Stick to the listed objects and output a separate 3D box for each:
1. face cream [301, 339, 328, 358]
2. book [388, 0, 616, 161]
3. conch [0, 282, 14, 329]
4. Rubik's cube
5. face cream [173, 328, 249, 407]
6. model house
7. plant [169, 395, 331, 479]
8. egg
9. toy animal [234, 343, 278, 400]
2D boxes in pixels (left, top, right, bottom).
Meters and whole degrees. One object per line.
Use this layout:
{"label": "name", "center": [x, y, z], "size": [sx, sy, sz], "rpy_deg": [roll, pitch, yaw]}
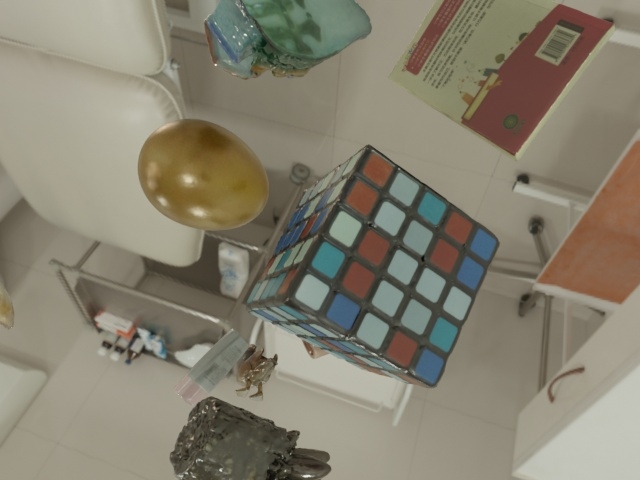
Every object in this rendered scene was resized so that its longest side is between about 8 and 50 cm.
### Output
{"label": "face cream", "center": [0.002, 0.253, 1.506], "size": [0.104, 0.149, 0.149], "rpy_deg": [-18, 143, -17]}
{"label": "book", "center": [0.196, -0.217, 0.624], "size": [0.022, 0.232, 0.162], "rpy_deg": [15, 115, -45]}
{"label": "conch", "center": [-0.742, 0.128, 1.124], "size": [0.158, 0.127, 0.255], "rpy_deg": [-5, 166, -19]}
{"label": "Rubik's cube", "center": [0.050, 0.036, 0.586], "size": [0.187, 0.184, 0.182], "rpy_deg": [30, 163, -14]}
{"label": "face cream", "center": [-0.260, 0.308, 1.273], "size": [0.057, 0.198, 0.084], "rpy_deg": [22, 152, 50]}
{"label": "model house", "center": [-0.120, -0.455, 1.187], "size": [0.252, 0.295, 0.329], "rpy_deg": [54, 146, -13]}
{"label": "plant", "center": [-0.125, 0.446, 1.019], "size": [0.320, 0.194, 0.181], "rpy_deg": [36, 165, -22]}
{"label": "egg", "center": [-0.271, -0.149, 1.252], "size": [0.322, 0.250, 0.250], "rpy_deg": [23, 148, -36]}
{"label": "toy animal", "center": [-0.174, 0.346, 1.465], "size": [0.089, 0.179, 0.188], "rpy_deg": [31, 127, -27]}
